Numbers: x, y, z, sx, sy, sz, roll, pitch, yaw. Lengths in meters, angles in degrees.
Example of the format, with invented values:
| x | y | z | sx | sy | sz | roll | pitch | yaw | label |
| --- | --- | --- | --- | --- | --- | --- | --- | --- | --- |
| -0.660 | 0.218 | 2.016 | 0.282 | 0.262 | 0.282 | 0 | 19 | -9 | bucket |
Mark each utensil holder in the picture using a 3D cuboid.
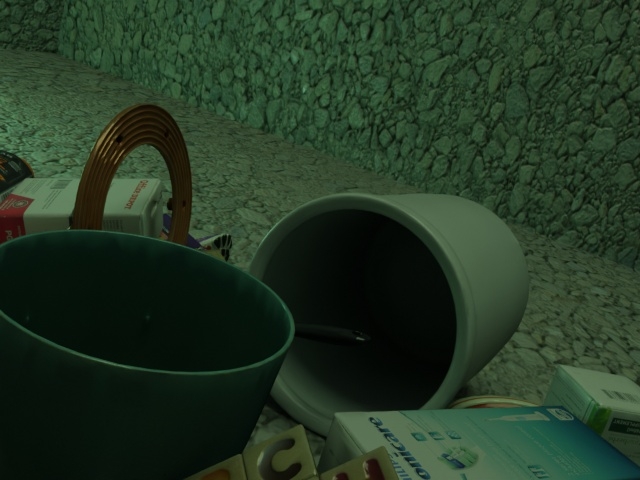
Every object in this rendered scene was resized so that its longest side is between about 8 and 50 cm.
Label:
| x | y | z | sx | sy | sz | roll | pitch | yaw | label |
| --- | --- | --- | --- | --- | --- | --- | --- | --- | --- |
| 0.119 | 0.085 | 1.147 | 0.328 | 0.327 | 0.385 | 24 | 16 | 23 | utensil holder |

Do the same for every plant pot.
| x | y | z | sx | sy | sz | roll | pitch | yaw | label |
| --- | --- | --- | --- | --- | --- | --- | --- | --- | --- |
| -0.197 | 0.152 | 0.753 | 0.293 | 0.235 | 0.293 | 15 | 18 | -5 | plant pot |

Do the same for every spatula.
| x | y | z | sx | sy | sz | roll | pitch | yaw | label |
| --- | --- | --- | --- | --- | --- | --- | --- | --- | --- |
| -0.077 | 0.120 | 0.999 | 0.296 | 0.030 | 0.084 | -1 | 8 | 21 | spatula |

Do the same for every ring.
| x | y | z | sx | sy | sz | roll | pitch | yaw | label |
| --- | --- | --- | --- | --- | --- | --- | --- | --- | --- |
| -0.273 | -0.034 | 1.123 | 0.032 | 0.336 | 0.336 | 8 | 14 | 14 | ring |

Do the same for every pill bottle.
| x | y | z | sx | sy | sz | roll | pitch | yaw | label |
| --- | --- | --- | --- | --- | --- | --- | --- | --- | --- |
| -0.583 | -0.085 | 1.332 | 0.130 | 0.130 | 0.245 | 15 | 16 | -5 | pill bottle |

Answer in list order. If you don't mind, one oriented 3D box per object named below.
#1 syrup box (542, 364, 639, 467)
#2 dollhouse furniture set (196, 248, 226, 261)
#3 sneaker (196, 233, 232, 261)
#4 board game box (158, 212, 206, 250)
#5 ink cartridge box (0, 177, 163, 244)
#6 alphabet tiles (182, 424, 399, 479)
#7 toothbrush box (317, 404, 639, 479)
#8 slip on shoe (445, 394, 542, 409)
| x | y | z | sx | sy | sz | roll | pitch | yaw | label |
| --- | --- | --- | --- | --- | --- | --- | --- | --- | --- |
| 0.284 | 0.268 | 0.854 | 0.093 | 0.236 | 0.096 | 12 | 16 | -14 | syrup box |
| -0.202 | 0.099 | 1.125 | 0.144 | 0.123 | 0.151 | -3 | 21 | -20 | dollhouse furniture set |
| -0.236 | 0.014 | 1.470 | 0.071 | 0.068 | 0.170 | 20 | 16 | 32 | sneaker |
| -0.297 | 0.020 | 1.338 | 0.141 | 0.048 | 0.170 | -21 | 35 | -28 | board game box |
| -0.392 | -0.032 | 1.268 | 0.237 | 0.100 | 0.172 | 0 | 25 | -1 | ink cartridge box |
| -0.053 | 0.278 | 0.503 | 0.285 | 0.011 | 0.342 | -25 | 34 | 1 | alphabet tiles |
| 0.130 | 0.278 | 0.709 | 0.296 | 0.216 | 0.126 | 8 | 18 | -31 | toothbrush box |
| 0.308 | 0.302 | 0.999 | 0.331 | 0.123 | 0.101 | 24 | 21 | 8 | slip on shoe |
